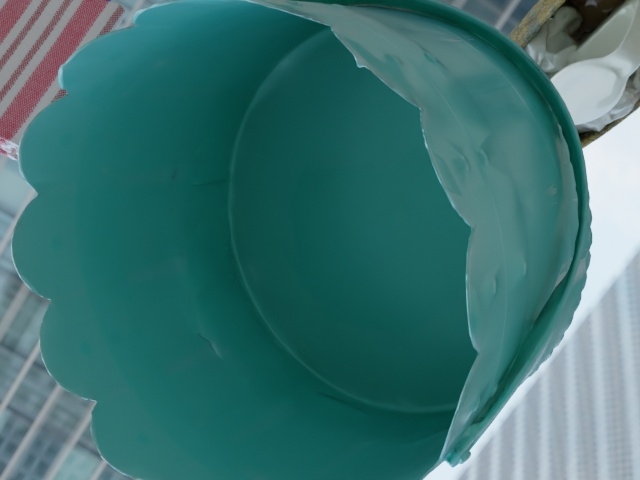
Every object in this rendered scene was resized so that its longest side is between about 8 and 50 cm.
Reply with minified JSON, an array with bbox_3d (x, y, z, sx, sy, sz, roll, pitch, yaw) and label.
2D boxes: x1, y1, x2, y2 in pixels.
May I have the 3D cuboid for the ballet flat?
[{"bbox_3d":[0.234,-0.169,1.090,0.123,0.348,0.123,23,-135,-25],"label":"ballet flat"}]

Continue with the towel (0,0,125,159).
[{"bbox_3d":[-0.248,-0.130,1.122,0.197,0.029,0.144,16,-123,19],"label":"towel"}]

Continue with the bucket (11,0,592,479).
[{"bbox_3d":[0.000,0.000,0.854,0.281,0.281,0.183,42,-151,17],"label":"bucket"}]
